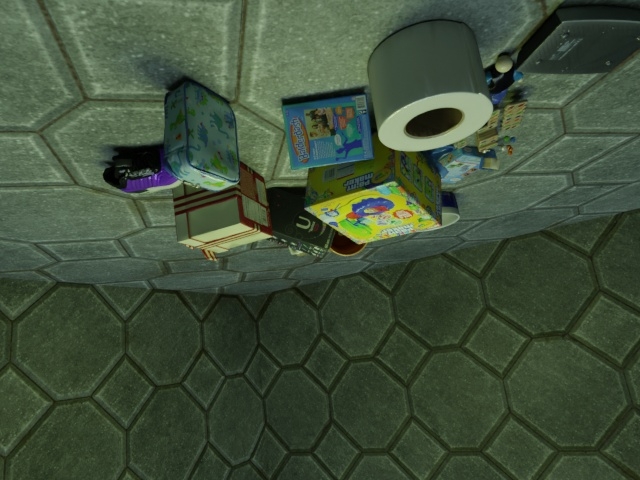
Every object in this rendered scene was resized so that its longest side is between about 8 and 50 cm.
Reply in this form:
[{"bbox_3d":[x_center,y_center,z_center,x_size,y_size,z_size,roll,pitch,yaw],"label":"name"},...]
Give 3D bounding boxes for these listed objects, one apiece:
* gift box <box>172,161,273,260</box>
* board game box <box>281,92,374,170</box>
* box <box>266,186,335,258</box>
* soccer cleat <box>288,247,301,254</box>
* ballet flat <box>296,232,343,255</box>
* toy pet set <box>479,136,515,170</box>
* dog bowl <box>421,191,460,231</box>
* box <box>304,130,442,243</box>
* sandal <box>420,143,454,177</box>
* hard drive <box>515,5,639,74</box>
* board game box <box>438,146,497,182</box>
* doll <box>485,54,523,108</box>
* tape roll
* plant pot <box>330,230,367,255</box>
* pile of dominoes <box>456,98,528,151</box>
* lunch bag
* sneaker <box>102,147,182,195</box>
[{"bbox_3d":[-0.319,-0.088,1.442,0.258,0.255,0.276,-14,160,16],"label":"gift box"},{"bbox_3d":[0.019,-0.268,1.099,0.210,0.160,0.047,-7,-171,2],"label":"board game box"},{"bbox_3d":[-0.082,-0.061,1.651,0.270,0.165,0.143,18,163,-4],"label":"box"},{"bbox_3d":[-0.072,-0.027,2.005,0.116,0.143,0.331,-2,164,-20],"label":"soccer cleat"},{"bbox_3d":[0.000,0.000,2.224,0.348,0.123,0.123,-13,164,21],"label":"ballet flat"},{"bbox_3d":[0.565,-0.289,1.459,0.122,0.114,0.065,3,-169,-28],"label":"toy pet set"},{"bbox_3d":[0.481,-0.125,1.982,0.265,0.104,0.265,-7,165,-2],"label":"dog bowl"},{"bbox_3d":[0.157,-0.142,1.272,0.290,0.177,0.279,-14,150,37],"label":"box"},{"bbox_3d":[0.276,-0.238,1.395,0.317,0.138,0.126,-14,166,30],"label":"sandal"},{"bbox_3d":[0.576,-0.432,0.960,0.254,0.054,0.172,-4,165,-12],"label":"hard drive"},{"bbox_3d":[0.490,-0.265,1.580,0.160,0.039,0.211,0,162,-27],"label":"board game box"},{"bbox_3d":[0.428,-0.383,1.088,0.129,0.046,0.189,-9,166,4],"label":"doll"},{"bbox_3d":[0.234,-0.326,0.969,0.246,0.169,0.246,-7,165,-2],"label":"tape roll"},{"bbox_3d":[0.103,-0.037,1.999,0.205,0.205,0.188,-6,-179,-6],"label":"plant pot"},{"bbox_3d":[0.494,-0.317,1.274,0.196,0.040,0.251,-20,171,16],"label":"pile of dominoes"},{"bbox_3d":[-0.264,-0.227,1.001,0.090,0.219,0.176,-16,164,31],"label":"lunch bag"},{"bbox_3d":[-0.491,-0.199,1.227,0.293,0.102,0.146,-16,162,30],"label":"sneaker"}]
